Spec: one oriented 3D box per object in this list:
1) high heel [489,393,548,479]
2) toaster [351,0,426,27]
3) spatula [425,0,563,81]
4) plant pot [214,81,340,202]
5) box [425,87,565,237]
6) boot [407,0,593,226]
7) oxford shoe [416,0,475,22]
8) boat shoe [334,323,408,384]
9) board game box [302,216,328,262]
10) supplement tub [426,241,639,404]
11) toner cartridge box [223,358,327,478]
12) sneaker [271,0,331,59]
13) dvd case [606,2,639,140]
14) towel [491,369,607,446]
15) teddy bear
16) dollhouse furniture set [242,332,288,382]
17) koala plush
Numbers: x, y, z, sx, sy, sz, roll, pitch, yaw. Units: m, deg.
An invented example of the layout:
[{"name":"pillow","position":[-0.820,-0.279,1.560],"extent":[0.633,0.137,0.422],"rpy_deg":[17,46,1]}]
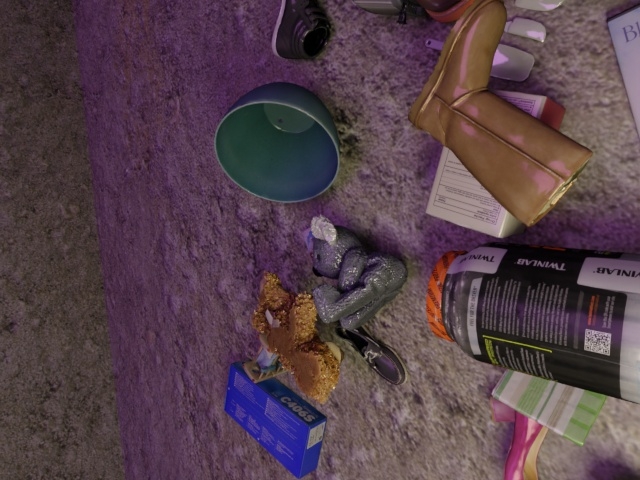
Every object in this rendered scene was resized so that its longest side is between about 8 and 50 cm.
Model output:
[{"name":"high heel","position":[0.386,0.388,0.801],"extent":[0.117,0.082,0.245],"rpy_deg":[-18,73,39]},{"name":"toaster","position":[0.149,-0.552,0.921],"extent":[0.146,0.129,0.227],"rpy_deg":[27,113,43]},{"name":"spatula","position":[0.311,-0.406,0.850],"extent":[0.242,0.019,0.168],"rpy_deg":[35,117,36]},{"name":"plant pot","position":[-0.089,-0.262,1.093],"extent":[0.290,0.290,0.196],"rpy_deg":[-33,35,39]},{"name":"box","position":[0.305,-0.137,0.799],"extent":[0.148,0.126,0.233],"rpy_deg":[25,110,38]},{"name":"boot","position":[0.285,-0.195,0.676],"extent":[0.269,0.089,0.236],"rpy_deg":[49,132,28]},{"name":"oxford shoe","position":[0.309,-0.531,0.758],"extent":[0.363,0.132,0.130],"rpy_deg":[-38,64,34]},{"name":"boat shoe","position":[0.111,0.262,1.052],"extent":[0.206,0.064,0.075],"rpy_deg":[42,120,33]},{"name":"board game box","position":[0.000,0.000,1.170],"extent":[0.090,0.020,0.090],"rpy_deg":[-34,69,39]},{"name":"supplement tub","position":[0.355,0.112,0.715],"extent":[0.337,0.207,0.208],"rpy_deg":[7,97,42]},{"name":"toner cartridge box","position":[-0.140,0.496,1.299],"extent":[0.347,0.075,0.166],"rpy_deg":[23,107,40]},{"name":"sneaker","position":[-0.024,-0.583,1.102],"extent":[0.146,0.104,0.296],"rpy_deg":[34,121,35]},{"name":"dvd case","position":[0.540,-0.244,0.643],"extent":[0.180,0.022,0.253],"rpy_deg":[-17,81,43]},{"name":"towel","position":[0.390,0.263,0.776],"extent":[0.151,0.113,0.023],"rpy_deg":[26,153,38]},{"name":"teddy bear","position":[-0.055,0.212,1.061],"extent":[0.337,0.113,0.246],"rpy_deg":[24,113,50]},{"name":"dollhouse furniture set","position":[-0.093,0.343,1.206],"extent":[0.183,0.128,0.130],"rpy_deg":[44,121,32]},{"name":"koala plush","position":[0.061,0.051,1.012],"extent":[0.203,0.196,0.221],"rpy_deg":[-38,61,7]}]
